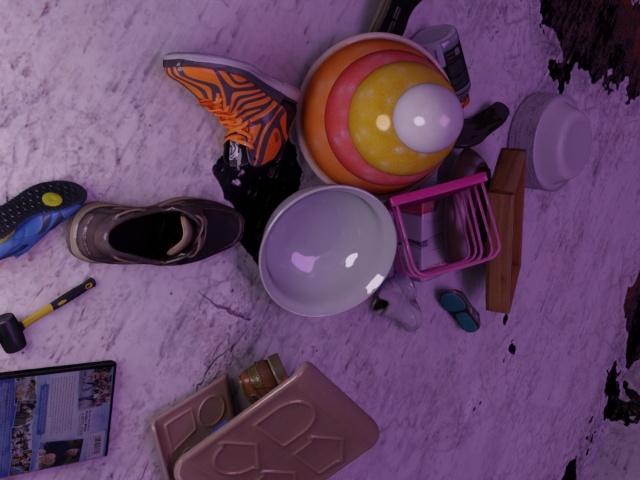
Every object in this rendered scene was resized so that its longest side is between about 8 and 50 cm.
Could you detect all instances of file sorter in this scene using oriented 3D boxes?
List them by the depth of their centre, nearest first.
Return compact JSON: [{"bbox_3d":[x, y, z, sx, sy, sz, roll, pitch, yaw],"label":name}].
[{"bbox_3d":[0.254,-0.022,1.728,0.202,0.291,0.182,-15,89,-2],"label":"file sorter"}]

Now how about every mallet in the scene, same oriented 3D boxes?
[{"bbox_3d":[-0.457,0.107,1.317,0.189,0.039,0.062,-44,126,-35],"label":"mallet"}]

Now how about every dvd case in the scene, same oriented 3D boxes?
[{"bbox_3d":[-0.471,0.304,1.359,0.253,0.022,0.180,1,99,-46],"label":"dvd case"}]

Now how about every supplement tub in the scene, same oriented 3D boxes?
[{"bbox_3d":[0.290,-0.405,1.891,0.117,0.117,0.190,-44,127,-30],"label":"supplement tub"}]

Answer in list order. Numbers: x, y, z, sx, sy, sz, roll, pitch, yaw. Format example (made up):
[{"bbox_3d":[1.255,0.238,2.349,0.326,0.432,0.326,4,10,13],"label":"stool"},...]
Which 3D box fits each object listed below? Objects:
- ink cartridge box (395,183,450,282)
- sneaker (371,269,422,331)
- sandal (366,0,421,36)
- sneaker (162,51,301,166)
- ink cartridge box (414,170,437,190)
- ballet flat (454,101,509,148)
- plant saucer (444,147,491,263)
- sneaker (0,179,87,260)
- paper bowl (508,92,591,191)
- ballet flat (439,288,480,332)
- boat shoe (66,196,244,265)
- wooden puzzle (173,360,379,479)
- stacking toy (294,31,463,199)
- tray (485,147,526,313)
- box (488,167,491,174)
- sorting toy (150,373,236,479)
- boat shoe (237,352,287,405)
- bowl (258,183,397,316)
[{"bbox_3d":[0.268,-0.021,1.985,0.158,0.092,0.218,-16,110,-43],"label":"ink cartridge box"},{"bbox_3d":[0.182,0.159,1.963,0.115,0.090,0.232,-22,139,-1],"label":"sneaker"},{"bbox_3d":[0.168,-0.550,1.759,0.120,0.086,0.303,29,94,-51],"label":"sandal"},{"bbox_3d":[-0.162,-0.230,1.464,0.321,0.124,0.180,12,91,-47],"label":"sneaker"},{"bbox_3d":[0.189,-0.209,1.829,0.128,0.127,0.176,-7,104,-44],"label":"ink cartridge box"},{"bbox_3d":[0.409,-0.295,2.085,0.250,0.058,0.084,-35,79,-35],"label":"ballet flat"},{"bbox_3d":[0.382,-0.078,2.009,0.310,0.050,0.311,-28,121,-60],"label":"plant saucer"},{"bbox_3d":[-0.464,-0.027,1.261,0.209,0.069,0.082,-39,159,-43],"label":"sneaker"},{"bbox_3d":[0.679,-0.283,2.304,0.284,0.148,0.284,-15,111,-42],"label":"paper bowl"},{"bbox_3d":[0.382,0.177,2.186,0.213,0.072,0.068,51,37,-41],"label":"ballet flat"},{"bbox_3d":[-0.266,-0.004,1.410,0.355,0.130,0.132,-8,106,-44],"label":"boat shoe"},{"bbox_3d":[-0.087,0.421,1.640,0.348,0.080,0.322,-40,131,2],"label":"wooden puzzle"},{"bbox_3d":[0.154,-0.221,1.485,0.350,0.480,0.351,-2,102,-10],"label":"stacking toy"},{"bbox_3d":[0.494,-0.022,2.129,0.203,0.076,0.411,-62,151,-44],"label":"tray"},{"bbox_3d":[0.413,-0.115,2.157,0.162,0.029,0.116,-31,121,-36],"label":"box"},{"bbox_3d":[-0.249,0.395,1.605,0.208,0.038,0.193,-31,121,-42],"label":"sorting toy"},{"bbox_3d":[-0.101,0.364,1.710,0.104,0.111,0.307,-23,128,-8],"label":"boat shoe"},{"bbox_3d":[0.000,0.000,1.647,0.297,0.134,0.298,-8,119,-15],"label":"bowl"}]
